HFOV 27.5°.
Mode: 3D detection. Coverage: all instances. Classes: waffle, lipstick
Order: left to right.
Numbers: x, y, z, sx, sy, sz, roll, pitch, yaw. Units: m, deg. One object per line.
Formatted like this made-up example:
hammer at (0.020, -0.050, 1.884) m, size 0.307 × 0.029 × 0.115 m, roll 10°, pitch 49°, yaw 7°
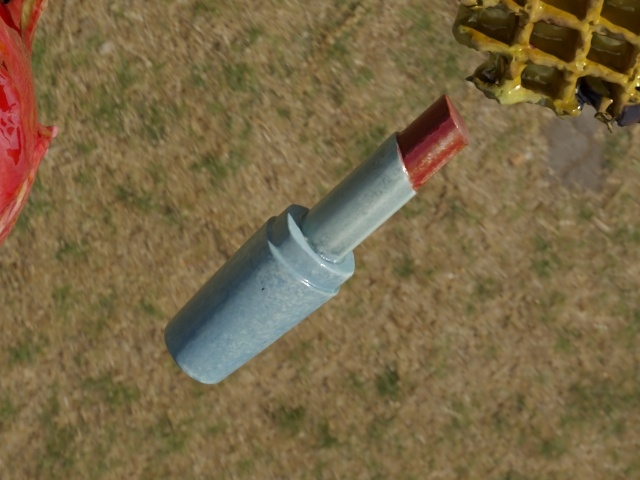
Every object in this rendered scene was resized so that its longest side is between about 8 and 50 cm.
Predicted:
lipstick at (0.000, 0.000, 0.886) m, size 0.068 × 0.061 × 0.274 m, roll 36°, pitch 119°, yaw -22°
waffle at (0.231, -0.150, 0.885) m, size 0.283 × 0.065 × 0.309 m, roll -19°, pitch 125°, yaw 34°

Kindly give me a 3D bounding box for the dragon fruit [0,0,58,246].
dragon fruit at (-0.203, -0.043, 0.508) m, size 0.210 × 0.205 × 0.268 m, roll 40°, pitch 54°, yaw 3°
